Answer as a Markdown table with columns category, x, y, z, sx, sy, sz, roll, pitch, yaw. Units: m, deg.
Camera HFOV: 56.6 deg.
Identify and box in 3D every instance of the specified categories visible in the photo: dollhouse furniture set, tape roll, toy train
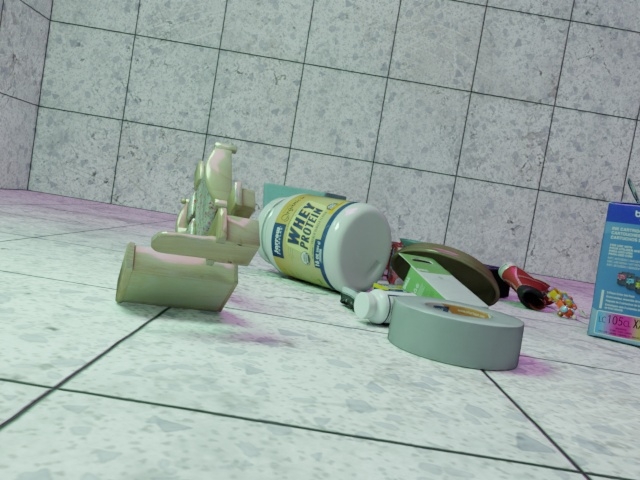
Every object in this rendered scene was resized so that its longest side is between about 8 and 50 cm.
| category | x | y | z | sx | sy | sz | roll | pitch | yaw |
| --- | --- | --- | --- | --- | --- | --- | --- | --- | --- |
| dollhouse furniture set | -0.235 | -0.075 | 1.009 | 0.173 | 0.356 | 0.303 | 9 | -35 | -23 |
| tape roll | 0.226 | 0.151 | 1.001 | 0.219 | 0.072 | 0.219 | 9 | 4 | -1 |
| toy train | 0.718 | 0.197 | 1.751 | 0.166 | 0.046 | 0.125 | 17 | 35 | -46 |

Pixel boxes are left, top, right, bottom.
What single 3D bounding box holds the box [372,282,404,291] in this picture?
| category | x | y | z | sx | sy | sz | roll | pitch | yaw |
| --- | --- | --- | --- | --- | --- | --- | --- | --- | --- |
| box | 0.199 | 0.133 | 1.352 | 0.168 | 0.054 | 0.059 | 8 | 4 | -32 |

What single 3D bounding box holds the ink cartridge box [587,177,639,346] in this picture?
| category | x | y | z | sx | sy | sz | roll | pitch | yaw |
| --- | --- | --- | --- | --- | --- | --- | --- | --- | --- |
| ink cartridge box | 0.789 | 0.048 | 1.501 | 0.151 | 0.396 | 0.270 | 11 | 4 | 28 |

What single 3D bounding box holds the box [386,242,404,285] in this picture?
| category | x | y | z | sx | sy | sz | roll | pitch | yaw |
| --- | --- | --- | --- | --- | --- | --- | --- | --- | --- |
| box | 0.278 | 0.082 | 1.814 | 0.128 | 0.123 | 0.257 | 10 | 4 | 3 |

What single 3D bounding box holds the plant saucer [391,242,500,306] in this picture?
| category | x | y | z | sx | sy | sz | roll | pitch | yaw |
| --- | --- | --- | --- | --- | --- | --- | --- | --- | --- |
| plant saucer | 0.310 | 0.085 | 1.472 | 0.277 | 0.041 | 0.278 | 22 | -24 | 10 |

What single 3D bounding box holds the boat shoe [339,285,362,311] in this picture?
| category | x | y | z | sx | sy | sz | roll | pitch | yaw |
| --- | --- | --- | --- | --- | --- | --- | --- | --- | --- |
| boat shoe | 0.078 | 0.128 | 1.230 | 0.049 | 0.040 | 0.142 | 18 | 1 | -19 |

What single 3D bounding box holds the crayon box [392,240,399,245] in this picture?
| category | x | y | z | sx | sy | sz | roll | pitch | yaw |
| --- | --- | --- | --- | --- | --- | --- | --- | --- | --- |
| crayon box | 0.330 | 0.069 | 2.281 | 0.362 | 0.106 | 0.313 | 9 | 4 | -10 |

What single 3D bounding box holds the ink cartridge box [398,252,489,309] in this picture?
| category | x | y | z | sx | sy | sz | roll | pitch | yaw |
| --- | --- | --- | --- | --- | --- | --- | --- | --- | --- |
| ink cartridge box | 0.250 | 0.109 | 1.280 | 0.109 | 0.062 | 0.209 | 8 | 24 | -31 |

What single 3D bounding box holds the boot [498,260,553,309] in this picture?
| category | x | y | z | sx | sy | sz | roll | pitch | yaw |
| --- | --- | --- | --- | --- | --- | --- | --- | --- | --- |
| boot | 0.671 | 0.177 | 1.833 | 0.244 | 0.088 | 0.176 | 28 | 22 | -28 |

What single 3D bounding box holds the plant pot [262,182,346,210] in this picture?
| category | x | y | z | sx | sy | sz | roll | pitch | yaw |
| --- | --- | --- | --- | --- | --- | --- | --- | --- | --- |
| plant pot | -0.071 | -0.067 | 2.222 | 0.247 | 0.252 | 0.248 | 10 | 4 | 21 |

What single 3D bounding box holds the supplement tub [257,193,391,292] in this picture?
| category | x | y | z | sx | sy | sz | roll | pitch | yaw |
| --- | --- | --- | --- | --- | --- | --- | --- | --- | --- |
| supplement tub | 0.000 | 0.000 | 1.536 | 0.316 | 0.228 | 0.228 | 13 | 5 | 44 |

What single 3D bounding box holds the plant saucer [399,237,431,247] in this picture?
| category | x | y | z | sx | sy | sz | roll | pitch | yaw |
| --- | --- | --- | --- | --- | --- | --- | --- | --- | --- |
| plant saucer | 0.287 | 0.015 | 1.725 | 0.119 | 0.021 | 0.119 | 11 | 5 | -1 |

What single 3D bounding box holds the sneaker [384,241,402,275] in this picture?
| category | x | y | z | sx | sy | sz | roll | pitch | yaw |
| --- | --- | --- | --- | --- | --- | --- | --- | --- | --- |
| sneaker | 0.303 | 0.071 | 2.000 | 0.221 | 0.128 | 0.087 | 10 | 4 | 13 |

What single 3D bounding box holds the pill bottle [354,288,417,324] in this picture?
| category | x | y | z | sx | sy | sz | roll | pitch | yaw |
| --- | --- | --- | --- | --- | --- | --- | --- | --- | --- |
| pill bottle | 0.127 | 0.128 | 1.136 | 0.120 | 0.067 | 0.067 | 8 | 4 | -31 |

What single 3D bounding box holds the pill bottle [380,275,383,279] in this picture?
| category | x | y | z | sx | sy | sz | roll | pitch | yaw |
| --- | --- | --- | --- | --- | --- | --- | --- | --- | --- |
| pill bottle | 0.166 | 0.035 | 1.884 | 0.094 | 0.169 | 0.094 | 9 | 4 | -1 |

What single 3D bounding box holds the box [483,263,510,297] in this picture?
| category | x | y | z | sx | sy | sz | roll | pitch | yaw |
| --- | --- | --- | --- | --- | --- | --- | --- | --- | --- |
| box | 0.492 | 0.123 | 1.936 | 0.184 | 0.103 | 0.261 | 9 | 3 | 34 |
